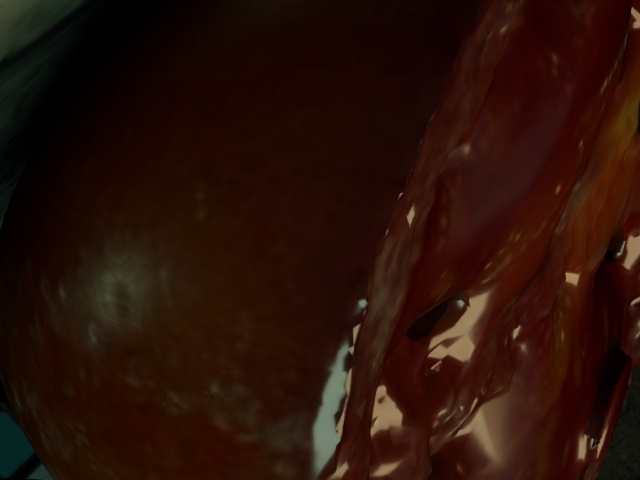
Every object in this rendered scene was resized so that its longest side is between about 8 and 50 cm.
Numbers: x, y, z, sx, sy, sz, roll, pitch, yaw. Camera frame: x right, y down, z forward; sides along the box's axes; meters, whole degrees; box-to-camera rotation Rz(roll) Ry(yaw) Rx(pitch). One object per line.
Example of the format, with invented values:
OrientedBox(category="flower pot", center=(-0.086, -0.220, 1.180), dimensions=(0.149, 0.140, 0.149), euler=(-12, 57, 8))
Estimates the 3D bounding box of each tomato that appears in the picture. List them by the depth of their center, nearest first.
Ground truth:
OrientedBox(category="tomato", center=(0.000, 0.000, 0.431), dimensions=(0.200, 0.140, 0.233), euler=(-56, 150, -34))

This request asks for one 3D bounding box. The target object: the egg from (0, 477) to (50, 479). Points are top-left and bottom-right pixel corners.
OrientedBox(category="egg", center=(-0.122, 0.210, 0.491), dimensions=(0.322, 0.250, 0.250), euler=(-35, 180, -1))

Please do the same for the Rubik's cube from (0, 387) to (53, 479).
OrientedBox(category="Rubik's cube", center=(-0.139, 0.181, 0.959), dimensions=(0.184, 0.187, 0.182), euler=(-44, -179, 13))
